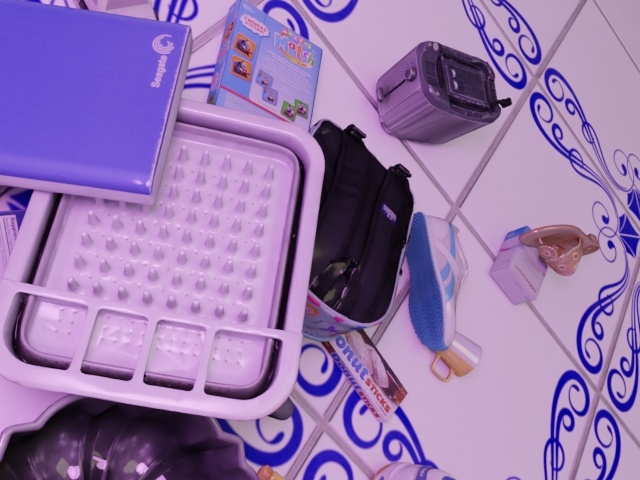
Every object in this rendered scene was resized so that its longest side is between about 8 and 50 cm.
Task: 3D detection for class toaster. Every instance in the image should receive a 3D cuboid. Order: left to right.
[{"bbox_3d":[0.204,-0.246,1.150,0.227,0.146,0.129,4,73,-37],"label":"toaster"}]

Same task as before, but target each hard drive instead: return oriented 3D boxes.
[{"bbox_3d":[-0.308,-0.154,0.670,0.319,0.040,0.210,8,64,-3],"label":"hard drive"}]

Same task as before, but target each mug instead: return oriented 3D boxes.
[{"bbox_3d":[0.216,0.182,1.072,0.064,0.062,0.078,41,47,-11],"label":"mug"}]

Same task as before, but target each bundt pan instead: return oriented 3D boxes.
[{"bbox_3d":[-0.214,0.310,0.642,0.331,0.124,0.330,13,68,-35],"label":"bundt pan"}]

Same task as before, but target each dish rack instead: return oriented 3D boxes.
[{"bbox_3d":[-0.152,0.009,0.685,0.286,0.072,0.332,11,65,-7],"label":"dish rack"}]

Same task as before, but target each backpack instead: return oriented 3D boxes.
[{"bbox_3d":[0.000,0.000,0.870,0.225,0.191,0.253,38,46,-28],"label":"backpack"}]

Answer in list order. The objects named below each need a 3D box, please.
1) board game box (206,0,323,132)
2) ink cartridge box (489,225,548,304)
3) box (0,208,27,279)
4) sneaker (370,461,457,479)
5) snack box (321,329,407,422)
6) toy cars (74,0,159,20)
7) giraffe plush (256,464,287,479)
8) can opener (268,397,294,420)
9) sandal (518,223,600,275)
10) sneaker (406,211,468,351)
[{"bbox_3d":[-0.080,-0.236,0.991,0.160,0.039,0.211,24,62,-31],"label":"board game box"},{"bbox_3d":[0.379,0.047,1.251,0.088,0.052,0.122,48,49,-15],"label":"ink cartridge box"},{"bbox_3d":[-0.309,0.034,0.707,0.225,0.037,0.136,-9,88,-39],"label":"box"},{"bbox_3d":[0.146,0.449,0.877,0.112,0.131,0.296,-5,79,-41],"label":"sneaker"},{"bbox_3d":[0.059,0.178,0.971,0.064,0.022,0.178,-43,103,-38],"label":"snack box"},{"bbox_3d":[-0.276,-0.234,0.802,0.177,0.087,0.393,21,63,-32],"label":"toy cars"},{"bbox_3d":[-0.030,0.302,0.596,0.210,0.171,0.181,-20,87,-41],"label":"giraffe plush"},{"bbox_3d":[-0.142,0.131,0.771,0.280,0.093,0.074,32,70,-33],"label":"can opener"},{"bbox_3d":[0.462,0.028,1.232,0.240,0.088,0.079,8,63,-44],"label":"sandal"},{"bbox_3d":[0.196,0.065,1.071,0.092,0.087,0.228,11,66,-29],"label":"sneaker"}]
